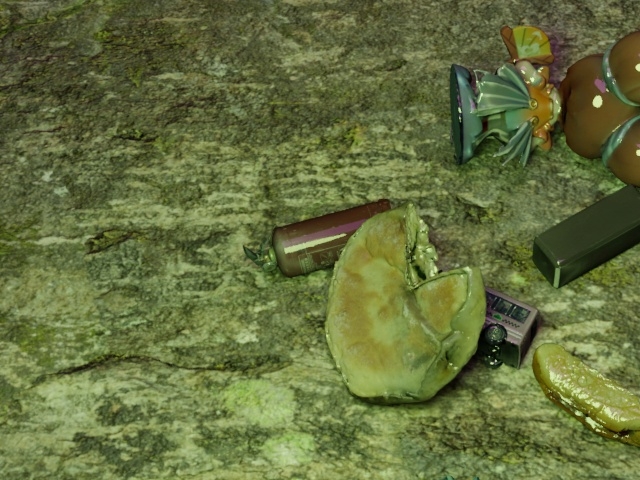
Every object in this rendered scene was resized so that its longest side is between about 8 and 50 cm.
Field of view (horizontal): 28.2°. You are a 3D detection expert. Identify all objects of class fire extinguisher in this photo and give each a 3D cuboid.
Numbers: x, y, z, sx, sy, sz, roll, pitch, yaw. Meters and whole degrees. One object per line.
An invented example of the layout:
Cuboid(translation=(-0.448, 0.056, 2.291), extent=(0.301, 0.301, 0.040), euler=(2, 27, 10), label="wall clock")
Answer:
Cuboid(translation=(0.000, 0.000, 2.231), extent=(0.269, 0.105, 0.105), euler=(-14, 55, -3), label="fire extinguisher")

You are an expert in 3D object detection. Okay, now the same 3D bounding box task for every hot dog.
Cuboid(translation=(0.431, 0.254, 2.020), extent=(0.242, 0.084, 0.073), euler=(34, 69, 25), label="hot dog")

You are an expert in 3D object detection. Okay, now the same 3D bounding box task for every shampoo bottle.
Cuboid(translation=(0.485, -0.015, 2.201), extent=(0.246, 0.080, 0.079), euler=(-28, 59, -12), label="shampoo bottle")

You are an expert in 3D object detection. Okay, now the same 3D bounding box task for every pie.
Cuboid(translation=(0.124, 0.110, 2.080), extent=(0.337, 0.075, 0.337), euler=(-13, 71, 42), label="pie")

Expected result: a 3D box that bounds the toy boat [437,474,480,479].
Cuboid(translation=(0.220, 0.460, 1.895), extent=(0.098, 0.109, 0.238), euler=(-25, 58, 20), label="toy boat")

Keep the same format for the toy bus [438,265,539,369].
Cuboid(translation=(0.258, 0.126, 2.119), extent=(0.199, 0.096, 0.108), euler=(25, 62, 21), label="toy bus")

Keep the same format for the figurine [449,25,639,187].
Cuboid(translation=(0.431, -0.240, 2.269), extent=(0.388, 0.276, 0.248), euler=(-3, 20, 1), label="figurine")
